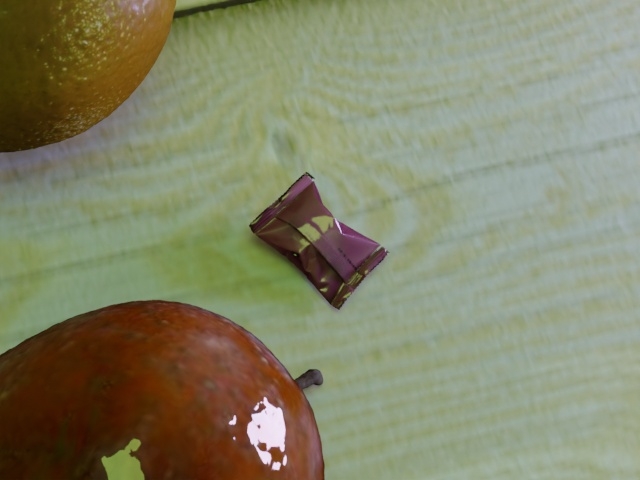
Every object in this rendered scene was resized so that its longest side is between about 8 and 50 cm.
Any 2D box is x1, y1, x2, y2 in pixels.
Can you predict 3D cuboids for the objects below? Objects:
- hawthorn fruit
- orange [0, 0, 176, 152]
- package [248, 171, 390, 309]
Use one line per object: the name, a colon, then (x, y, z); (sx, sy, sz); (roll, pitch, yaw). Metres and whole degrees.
hawthorn fruit: (-0.111, 0.136, 1.097); (0.231, 0.235, 0.263); (8, 63, -3)
orange: (-0.208, -0.163, 1.230); (0.236, 0.236, 0.236); (4, 65, -8)
package: (0.000, 0.000, 1.293); (0.083, 0.029, 0.059); (44, 69, 2)
